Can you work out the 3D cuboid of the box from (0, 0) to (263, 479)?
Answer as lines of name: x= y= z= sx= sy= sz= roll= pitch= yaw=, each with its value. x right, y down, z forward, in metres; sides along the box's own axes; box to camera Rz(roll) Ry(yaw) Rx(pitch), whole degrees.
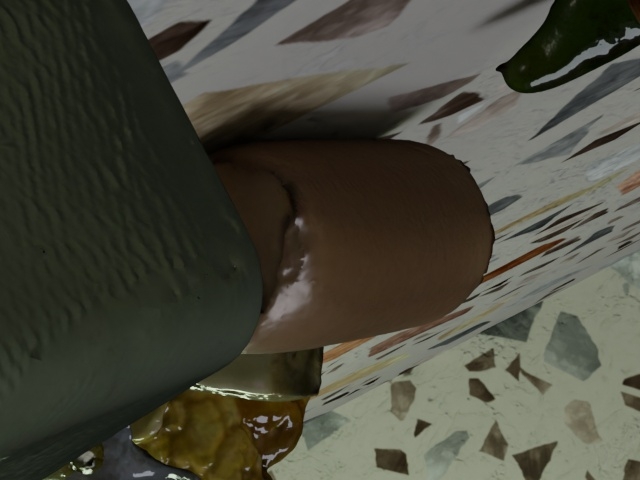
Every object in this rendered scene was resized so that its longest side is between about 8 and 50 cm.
box: x=-0.250 y=0.065 z=0.566 sx=0.352 sy=0.177 sz=0.344 roll=-34 pitch=170 yaw=36

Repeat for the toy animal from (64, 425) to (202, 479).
toy animal: x=-0.187 y=0.147 z=1.355 sx=0.197 sy=0.160 sz=0.272 roll=-20 pitch=162 yaw=-26

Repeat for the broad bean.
broad bean: x=0.184 y=-0.143 z=0.996 sx=0.195 sy=0.046 sz=0.061 roll=-35 pitch=156 yaw=23

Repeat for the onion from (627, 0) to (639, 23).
onion: x=0.199 y=-0.142 z=0.878 sx=0.117 sy=0.119 sz=0.118 roll=-61 pitch=166 yaw=5

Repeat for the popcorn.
popcorn: x=-0.101 y=0.161 z=1.561 sx=0.163 sy=0.194 sz=0.140 roll=22 pitch=152 yaw=-16

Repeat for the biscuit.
biscuit: x=-0.089 y=0.066 z=1.139 sx=0.188 sy=0.052 sz=0.056 roll=6 pitch=177 yaw=32

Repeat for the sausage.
sausage: x=0.000 y=0.000 z=1.060 sx=0.123 sy=0.123 sz=0.253 roll=-30 pitch=168 yaw=25

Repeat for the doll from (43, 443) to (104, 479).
doll: x=-0.222 y=0.110 z=1.206 sx=0.137 sy=0.097 sz=0.209 roll=26 pitch=163 yaw=-25
